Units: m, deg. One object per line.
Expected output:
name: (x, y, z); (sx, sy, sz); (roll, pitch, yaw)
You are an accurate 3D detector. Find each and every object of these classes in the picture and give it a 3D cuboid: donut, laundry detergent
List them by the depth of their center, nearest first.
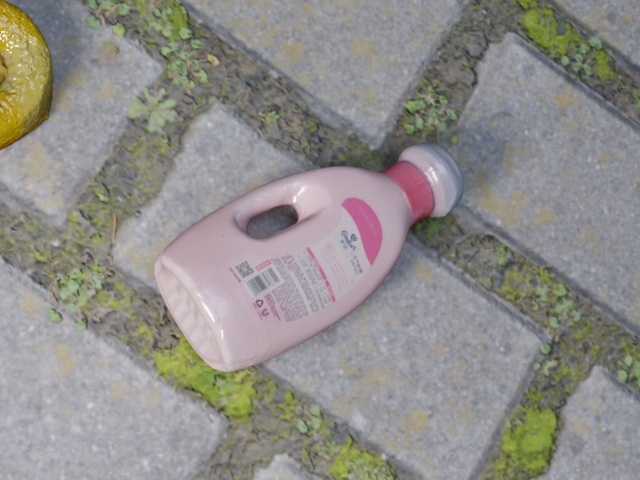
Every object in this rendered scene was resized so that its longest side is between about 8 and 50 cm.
donut: (-0.341, -0.163, 1.766); (0.162, 0.065, 0.178); (49, 62, -2)
laundry detergent: (0.000, 0.000, 1.841); (0.335, 0.088, 0.159); (-31, 86, -28)
